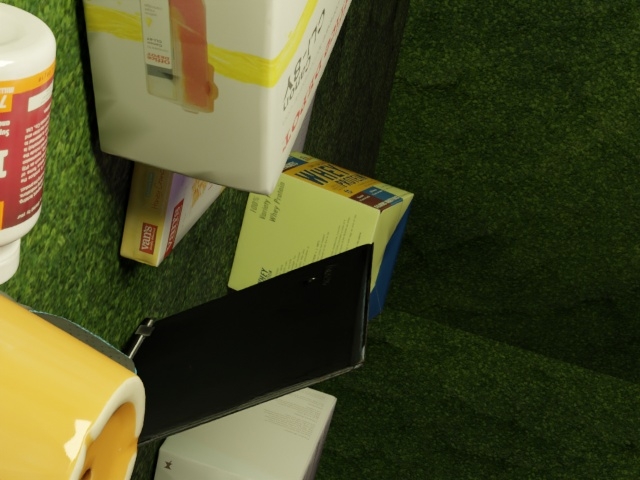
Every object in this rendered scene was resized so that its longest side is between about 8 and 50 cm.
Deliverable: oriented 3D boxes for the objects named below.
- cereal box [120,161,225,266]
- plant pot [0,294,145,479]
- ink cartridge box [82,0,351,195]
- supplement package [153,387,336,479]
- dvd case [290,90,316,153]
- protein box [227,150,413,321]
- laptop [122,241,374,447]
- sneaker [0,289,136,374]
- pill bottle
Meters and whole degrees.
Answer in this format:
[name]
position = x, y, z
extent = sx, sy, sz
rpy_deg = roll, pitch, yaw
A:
[cereal box]
position = -0.131, -0.099, 1.290
extent = 0.240, 0.047, 0.173
rpy_deg = -61, 166, -62
[plant pot]
position = -0.197, 0.099, 0.628
extent = 0.205, 0.187, 0.205
rpy_deg = 17, 90, -83
[ink cartridge box]
position = -0.061, -0.264, 0.969
extent = 0.385, 0.160, 0.279
rpy_deg = 97, 12, -55
[supplement package]
position = -0.118, 0.342, 1.843
extent = 0.263, 0.199, 0.198
rpy_deg = -60, 166, -63
[dvd case]
position = -0.049, -0.152, 1.956
extent = 0.180, 0.022, 0.253
rpy_deg = -60, 166, -63
[protein box]
position = 0.000, 0.000, 1.849
extent = 0.136, 0.201, 0.200
rpy_deg = -25, 133, -62
[laptop]
position = -0.110, 0.214, 1.246
extent = 0.382, 0.236, 0.408
rpy_deg = -75, 178, -74
[sneaker]
position = -0.231, 0.188, 0.787
extent = 0.125, 0.139, 0.341
rpy_deg = 98, 12, -63
[pill bottle]
position = -0.196, -0.051, 0.705
extent = 0.086, 0.086, 0.152
rpy_deg = -63, 167, -58
